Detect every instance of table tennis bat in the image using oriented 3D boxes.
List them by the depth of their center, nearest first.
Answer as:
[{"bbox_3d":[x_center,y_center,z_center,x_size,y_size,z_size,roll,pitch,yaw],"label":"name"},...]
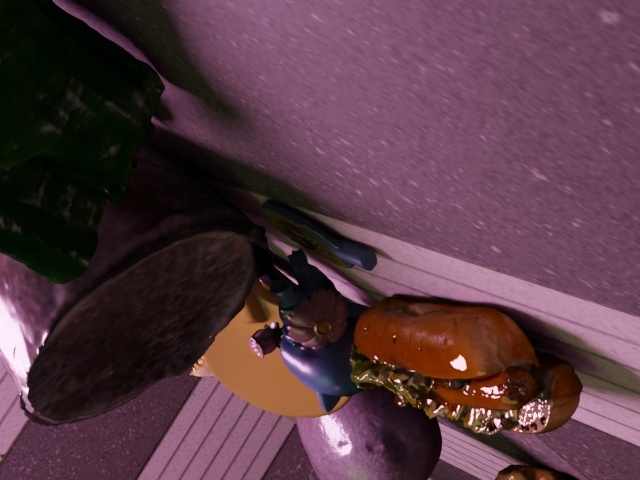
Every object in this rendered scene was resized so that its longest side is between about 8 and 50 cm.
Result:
[{"bbox_3d":[0.000,0.000,1.278,0.155,0.019,0.100,23,165,50],"label":"table tennis bat"},{"bbox_3d":[-0.070,0.100,1.573,0.198,0.050,0.321,0,132,27],"label":"table tennis bat"}]

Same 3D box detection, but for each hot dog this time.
[{"bbox_3d":[0.117,0.120,1.266,0.135,0.100,0.337,35,169,-19],"label":"hot dog"}]

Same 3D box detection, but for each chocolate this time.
[{"bbox_3d":[-0.230,0.017,1.382,0.213,0.303,0.303,49,176,21],"label":"chocolate"}]

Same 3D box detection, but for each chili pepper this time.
[{"bbox_3d":[-0.259,-0.099,1.041,0.213,0.167,0.385,0,147,29],"label":"chili pepper"}]

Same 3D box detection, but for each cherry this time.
[{"bbox_3d":[0.068,0.271,1.868,0.266,0.183,0.213,45,155,-1],"label":"cherry"}]

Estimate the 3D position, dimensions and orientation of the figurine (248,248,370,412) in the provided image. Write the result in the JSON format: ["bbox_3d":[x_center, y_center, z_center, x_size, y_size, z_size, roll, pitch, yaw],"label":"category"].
[{"bbox_3d":[-0.010,0.090,1.462,0.144,0.114,0.178,15,143,44],"label":"figurine"}]

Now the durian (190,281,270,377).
[{"bbox_3d":[-0.058,0.127,1.715,0.165,0.132,0.182,20,156,-28],"label":"durian"}]

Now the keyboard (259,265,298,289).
[{"bbox_3d":[0.005,0.086,1.589,0.381,0.041,0.103,32,169,-1],"label":"keyboard"}]

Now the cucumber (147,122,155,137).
[{"bbox_3d":[-0.256,-0.148,1.182,0.241,0.074,0.074,40,167,-26],"label":"cucumber"}]

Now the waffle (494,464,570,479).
[{"bbox_3d":[0.381,0.402,1.892,0.325,0.068,0.302,36,169,-10],"label":"waffle"}]
